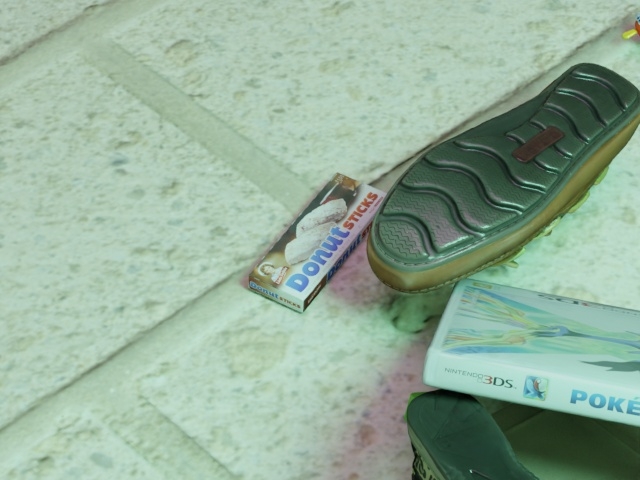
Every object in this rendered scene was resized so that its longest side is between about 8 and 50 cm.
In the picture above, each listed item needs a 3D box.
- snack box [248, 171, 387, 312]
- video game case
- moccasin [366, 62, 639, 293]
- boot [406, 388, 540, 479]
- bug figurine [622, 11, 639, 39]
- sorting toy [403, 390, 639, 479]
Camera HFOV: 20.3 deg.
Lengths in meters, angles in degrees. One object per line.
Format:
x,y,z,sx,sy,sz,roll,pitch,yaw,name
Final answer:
0.000,0.000,1.794,0.064,0.022,0.178,24,48,18,snack box
0.252,0.101,1.576,0.300,0.036,0.329,10,11,7,video game case
0.178,-0.048,1.777,0.139,0.147,0.380,32,45,17,moccasin
0.130,0.256,1.434,0.085,0.178,0.236,-13,45,-17,boot
0.413,-0.319,2.104,0.216,0.072,0.279,-12,47,-15,bug figurine
0.222,0.211,1.565,0.196,0.047,0.348,-24,49,-40,sorting toy
